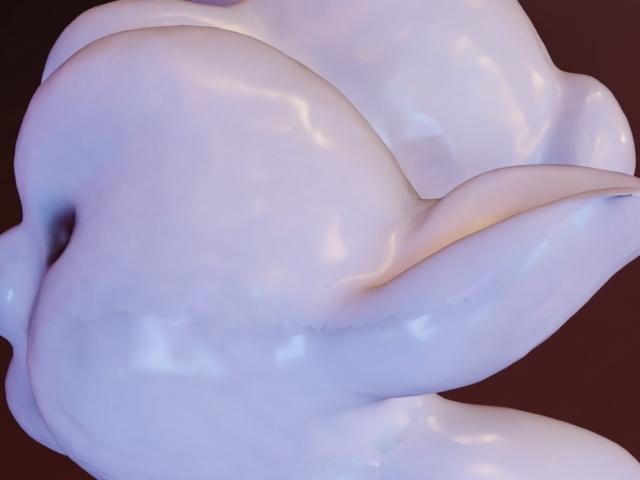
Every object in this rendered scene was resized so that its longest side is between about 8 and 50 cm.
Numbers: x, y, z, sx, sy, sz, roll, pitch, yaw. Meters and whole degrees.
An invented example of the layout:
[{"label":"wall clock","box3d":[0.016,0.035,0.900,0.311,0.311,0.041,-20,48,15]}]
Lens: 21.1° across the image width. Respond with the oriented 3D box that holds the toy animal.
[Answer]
[{"label":"toy animal","box3d":[0.007,-0.004,0.466,0.193,0.178,0.127,-80,177,-60]}]
